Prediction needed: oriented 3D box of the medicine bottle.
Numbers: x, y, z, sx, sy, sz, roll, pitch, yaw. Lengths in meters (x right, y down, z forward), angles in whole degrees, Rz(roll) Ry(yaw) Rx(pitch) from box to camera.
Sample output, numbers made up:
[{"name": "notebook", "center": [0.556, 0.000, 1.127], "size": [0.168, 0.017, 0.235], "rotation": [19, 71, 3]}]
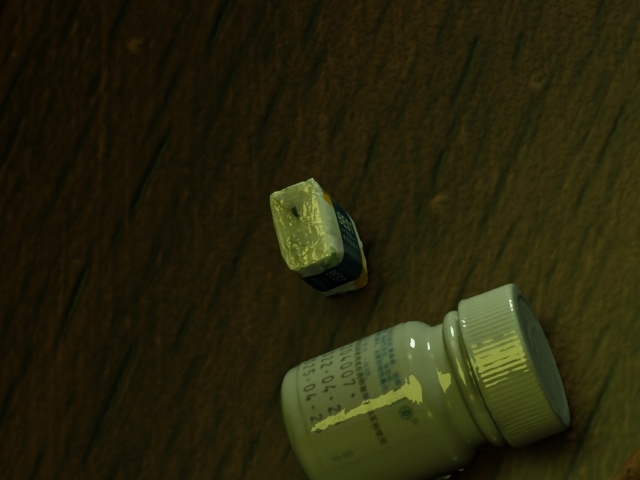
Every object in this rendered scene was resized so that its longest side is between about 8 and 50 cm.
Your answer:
[{"name": "medicine bottle", "center": [0.067, 0.103, 1.079], "size": [0.168, 0.105, 0.105], "rotation": [-22, 67, 15]}]

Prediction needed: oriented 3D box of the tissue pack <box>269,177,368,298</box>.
[{"name": "tissue pack", "center": [0.000, 0.000, 1.148], "size": [0.042, 0.083, 0.062], "rotation": [-19, 68, 14]}]

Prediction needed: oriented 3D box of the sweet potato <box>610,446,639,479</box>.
[{"name": "sweet potato", "center": [0.217, 0.149, 1.036], "size": [0.195, 0.056, 0.056], "rotation": [-30, 65, 16]}]
